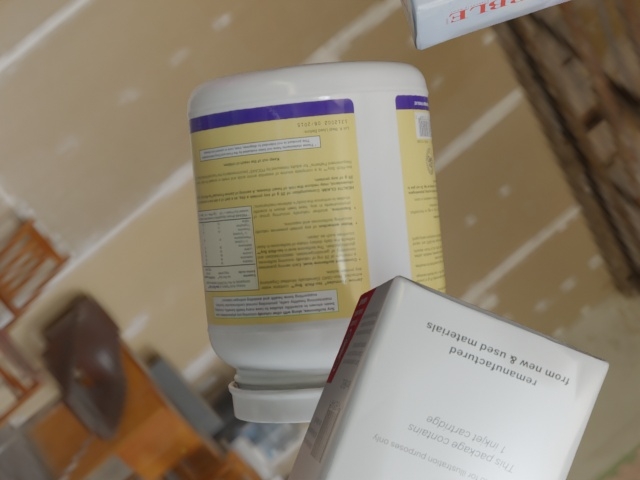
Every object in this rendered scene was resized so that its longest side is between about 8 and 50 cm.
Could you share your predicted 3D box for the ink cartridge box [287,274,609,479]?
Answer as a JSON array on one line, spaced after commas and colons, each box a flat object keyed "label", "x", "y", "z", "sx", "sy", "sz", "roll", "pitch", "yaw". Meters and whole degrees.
[{"label": "ink cartridge box", "x": 0.043, "y": 0.236, "z": 1.074, "sx": 0.160, "sy": 0.384, "sz": 0.279, "roll": 22, "pitch": -5, "yaw": -2}]

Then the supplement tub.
[{"label": "supplement tub", "x": 0.000, "y": 0.000, "z": 1.448, "sx": 0.241, "sy": 0.241, "sz": 0.331, "roll": -173, "pitch": -102, "yaw": -85}]

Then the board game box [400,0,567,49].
[{"label": "board game box", "x": 0.162, "y": -0.316, "z": 0.918, "sx": 0.066, "sy": 0.319, "sz": 0.318, "roll": 70, "pitch": 2, "yaw": -75}]
